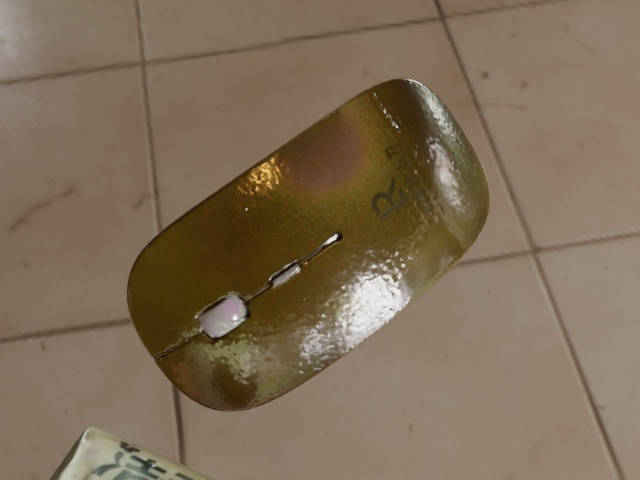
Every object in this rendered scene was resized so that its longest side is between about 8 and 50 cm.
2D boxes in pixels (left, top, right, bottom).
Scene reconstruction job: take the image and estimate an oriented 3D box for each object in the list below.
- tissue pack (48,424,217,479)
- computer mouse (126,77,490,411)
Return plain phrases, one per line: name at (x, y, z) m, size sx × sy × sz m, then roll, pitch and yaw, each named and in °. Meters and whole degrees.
tissue pack at (-0.042, 0.328, 0.752) m, size 0.404 × 0.332 × 0.205 m, roll 27°, pitch 57°, yaw -3°
computer mouse at (0.000, 0.000, 0.637) m, size 0.245 × 0.056 × 0.126 m, roll -35°, pitch 100°, yaw -15°
